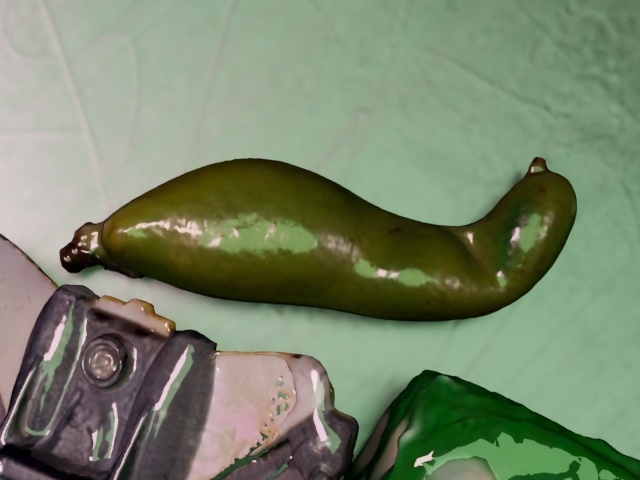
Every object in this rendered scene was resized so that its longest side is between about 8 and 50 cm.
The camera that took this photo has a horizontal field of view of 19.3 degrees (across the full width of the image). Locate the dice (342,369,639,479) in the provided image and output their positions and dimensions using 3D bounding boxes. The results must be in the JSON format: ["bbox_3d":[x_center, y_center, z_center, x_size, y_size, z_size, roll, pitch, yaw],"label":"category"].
[{"bbox_3d":[0.066,0.131,0.727,0.128,0.120,0.131,29,84,-2],"label":"dice"}]

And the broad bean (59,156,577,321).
[{"bbox_3d":[0.000,0.000,0.772,0.214,0.048,0.070,-2,84,-6],"label":"broad bean"}]

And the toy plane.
[{"bbox_3d":[-0.121,0.168,0.718,0.204,0.103,0.316,20,85,26],"label":"toy plane"}]
